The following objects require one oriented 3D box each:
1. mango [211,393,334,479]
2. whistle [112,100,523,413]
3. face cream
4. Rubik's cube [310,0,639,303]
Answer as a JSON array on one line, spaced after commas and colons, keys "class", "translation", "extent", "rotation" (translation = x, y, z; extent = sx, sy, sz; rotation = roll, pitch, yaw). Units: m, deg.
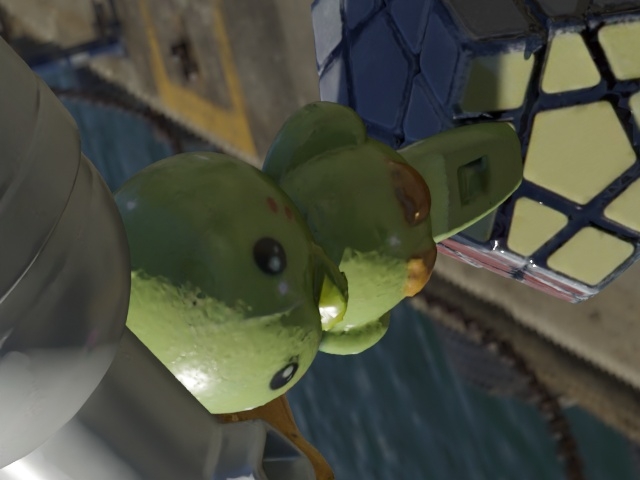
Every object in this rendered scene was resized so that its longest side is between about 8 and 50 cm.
[{"class": "mango", "translation": [-0.093, 0.163, 1.574], "extent": [0.262, 0.157, 0.109], "rotation": [33, 158, 49]}, {"class": "whistle", "translation": [0.004, 0.003, 0.951], "extent": [0.141, 0.294, 0.141], "rotation": [47, 146, 45]}, {"class": "face cream", "translation": [-0.147, -0.010, 0.569], "extent": [0.370, 0.145, 0.145], "rotation": [50, 174, -29]}, {"class": "Rubik's cube", "translation": [0.149, -0.112, 1.205], "extent": [0.264, 0.319, 0.319], "rotation": [-11, 99, 34]}]
